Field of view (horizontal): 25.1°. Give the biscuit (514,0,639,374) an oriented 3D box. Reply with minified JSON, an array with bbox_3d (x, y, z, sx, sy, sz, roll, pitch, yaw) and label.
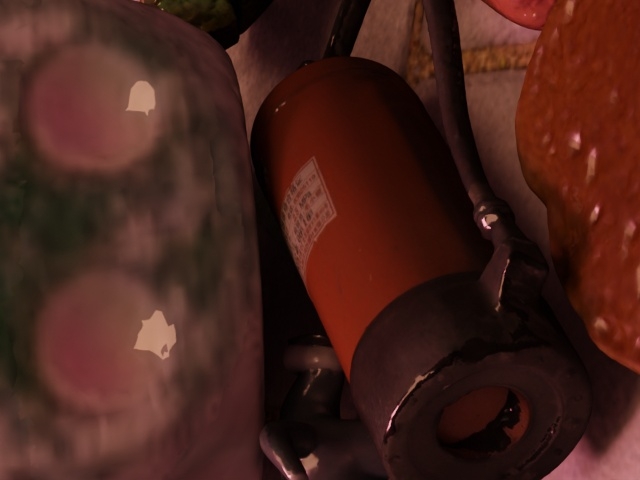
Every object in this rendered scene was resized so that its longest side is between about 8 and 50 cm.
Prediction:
[{"bbox_3d":[0.213,-0.115,0.613,0.359,0.074,0.381,12,91,61],"label":"biscuit"}]

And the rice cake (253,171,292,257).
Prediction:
[{"bbox_3d":[0.000,0.000,0.988,0.043,0.034,0.211,-64,32,11],"label":"rice cake"}]

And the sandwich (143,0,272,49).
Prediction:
[{"bbox_3d":[-0.103,-0.215,1.068,0.160,0.109,0.185,55,171,-7],"label":"sandwich"}]

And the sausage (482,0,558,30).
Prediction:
[{"bbox_3d":[0.103,-0.170,0.829,0.154,0.062,0.062,53,127,52],"label":"sausage"}]

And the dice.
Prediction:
[{"bbox_3d":[-0.211,0.048,0.956,0.330,0.327,0.348,108,158,-72],"label":"dice"}]

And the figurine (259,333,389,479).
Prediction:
[{"bbox_3d":[0.024,0.179,0.803,0.193,0.140,0.265,-17,81,40],"label":"figurine"}]

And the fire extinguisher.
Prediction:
[{"bbox_3d":[0.053,-0.037,0.833,0.200,0.113,0.376,-48,36,16],"label":"fire extinguisher"}]
